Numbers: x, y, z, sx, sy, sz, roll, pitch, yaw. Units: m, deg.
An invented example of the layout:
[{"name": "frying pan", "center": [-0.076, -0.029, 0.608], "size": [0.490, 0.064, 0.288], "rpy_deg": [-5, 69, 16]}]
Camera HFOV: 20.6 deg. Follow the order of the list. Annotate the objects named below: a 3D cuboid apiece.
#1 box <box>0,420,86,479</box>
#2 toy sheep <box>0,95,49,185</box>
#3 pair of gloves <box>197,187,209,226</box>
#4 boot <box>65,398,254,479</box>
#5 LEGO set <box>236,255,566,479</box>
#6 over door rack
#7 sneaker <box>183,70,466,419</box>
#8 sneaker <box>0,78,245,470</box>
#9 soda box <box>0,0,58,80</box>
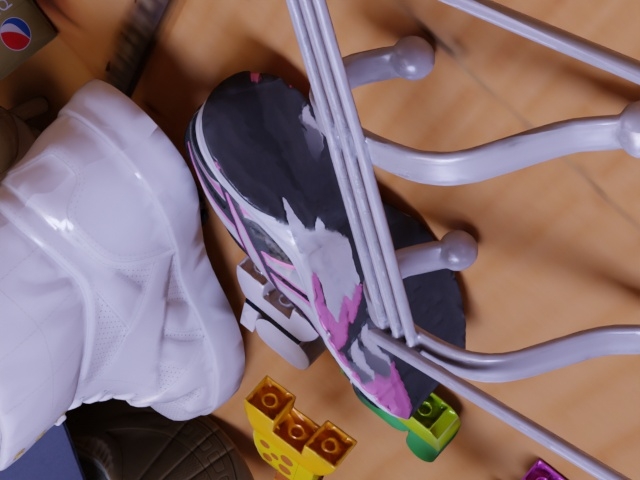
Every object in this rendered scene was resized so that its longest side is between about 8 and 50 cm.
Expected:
[{"name": "box", "center": [-0.293, 0.135, 1.161], "size": [0.312, 0.179, 0.343], "rpy_deg": [43, 155, 37]}, {"name": "toy sheep", "center": [-0.180, -0.029, 0.968], "size": [0.091, 0.091, 0.132], "rpy_deg": [34, 148, 18]}, {"name": "pair of gloves", "center": [-0.096, -0.033, 0.941], "size": [0.083, 0.010, 0.074], "rpy_deg": [46, 151, -5]}, {"name": "boot", "center": [-0.094, 0.184, 1.154], "size": [0.213, 0.077, 0.165], "rpy_deg": [25, 146, 44]}, {"name": "LEGO set", "center": [0.023, 0.117, 0.908], "size": [0.227, 0.087, 0.093], "rpy_deg": [39, 151, 13]}, {"name": "over door rack", "center": [0.104, 0.002, 0.602], "size": [0.324, 0.108, 0.239], "rpy_deg": [45, 159, 47]}, {"name": "sneaker", "center": [0.000, 0.000, 0.821], "size": [0.178, 0.072, 0.077], "rpy_deg": [59, 161, -10]}, {"name": "sneaker", "center": [-0.136, 0.055, 0.917], "size": [0.108, 0.169, 0.292], "rpy_deg": [36, 161, 23]}, {"name": "soda box", "center": [-0.217, -0.101, 0.953], "size": [0.058, 0.061, 0.181], "rpy_deg": [54, 150, -16]}]
